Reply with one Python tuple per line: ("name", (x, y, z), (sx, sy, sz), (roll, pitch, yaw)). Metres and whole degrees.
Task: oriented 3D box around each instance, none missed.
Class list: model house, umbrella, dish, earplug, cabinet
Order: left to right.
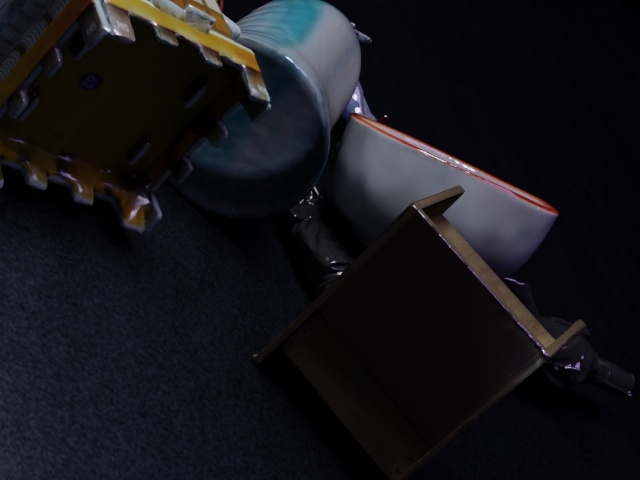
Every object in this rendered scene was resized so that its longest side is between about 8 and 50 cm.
("model house", (-0.187, -0.159, 1.186), (0.198, 0.224, 0.215), (18, 37, -45))
("earplug", (-0.037, -0.165, 1.450), (0.185, 0.185, 0.324), (44, 28, -4))
("umbrella", (0.000, 0.000, 1.433), (0.066, 0.059, 0.235), (-2, 47, -29))
("cabinet", (0.090, 0.090, 1.251), (0.175, 0.215, 0.148), (49, 23, 10))
("dish", (0.113, -0.032, 1.451), (0.256, 0.117, 0.256), (25, 6, -3))
("umbrella", (0.253, 0.120, 1.589), (0.340, 0.118, 0.118), (24, 32, -39))

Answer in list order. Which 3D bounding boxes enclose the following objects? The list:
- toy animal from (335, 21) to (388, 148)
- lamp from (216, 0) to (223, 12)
("toy animal", (-0.004, -0.187, 1.695), (0.255, 0.176, 0.239), (21, 1, 40))
("lamp", (-0.183, -0.252, 1.453), (0.182, 0.140, 0.182), (43, 34, -39))
